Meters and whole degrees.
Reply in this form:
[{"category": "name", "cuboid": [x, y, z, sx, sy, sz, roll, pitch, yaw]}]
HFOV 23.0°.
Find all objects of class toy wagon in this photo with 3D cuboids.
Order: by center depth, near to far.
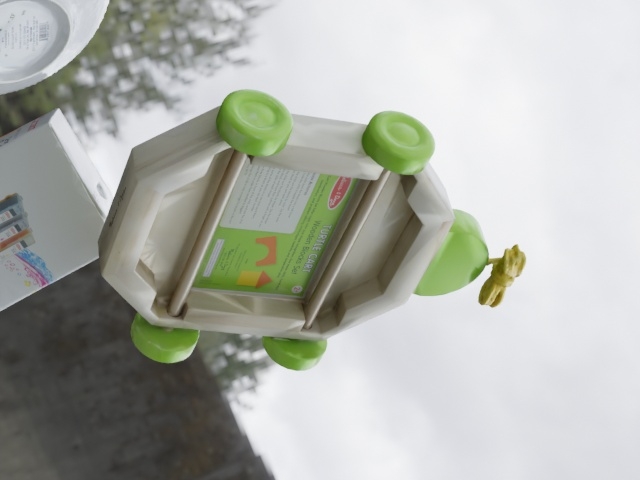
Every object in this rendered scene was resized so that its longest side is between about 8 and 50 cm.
[{"category": "toy wagon", "cuboid": [0.000, 0.000, 1.277, 0.267, 0.344, 0.068, 117, -30, -42]}]

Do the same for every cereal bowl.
[{"category": "cereal bowl", "cuboid": [-0.427, -0.313, 2.085, 0.339, 0.339, 0.141, 95, -28, -52]}]

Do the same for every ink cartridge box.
[{"category": "ink cartridge box", "cuboid": [-0.279, -0.019, 1.393, 0.127, 0.176, 0.128, 63, 0, -13]}]
